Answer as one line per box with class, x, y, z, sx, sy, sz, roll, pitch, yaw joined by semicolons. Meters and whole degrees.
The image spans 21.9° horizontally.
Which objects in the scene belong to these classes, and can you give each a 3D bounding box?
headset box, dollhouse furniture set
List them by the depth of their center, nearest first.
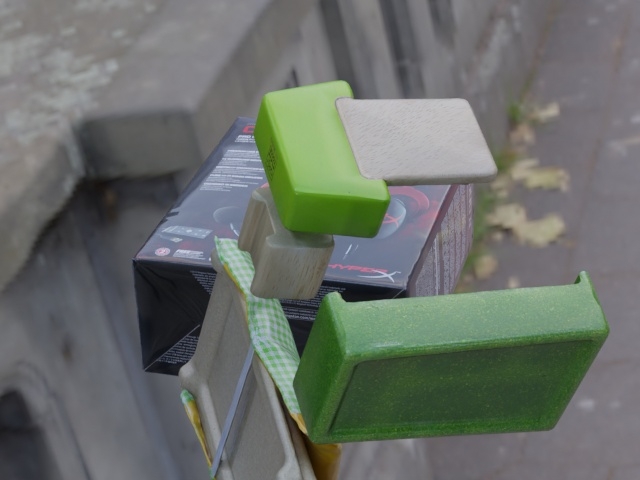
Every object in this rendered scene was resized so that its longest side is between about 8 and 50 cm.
dollhouse furniture set;0.027;0.072;1.012;0.151;0.301;0.197;-3;51;-20
headset box;0.000;0.000;1.356;0.218;0.110;0.293;7;30;15
